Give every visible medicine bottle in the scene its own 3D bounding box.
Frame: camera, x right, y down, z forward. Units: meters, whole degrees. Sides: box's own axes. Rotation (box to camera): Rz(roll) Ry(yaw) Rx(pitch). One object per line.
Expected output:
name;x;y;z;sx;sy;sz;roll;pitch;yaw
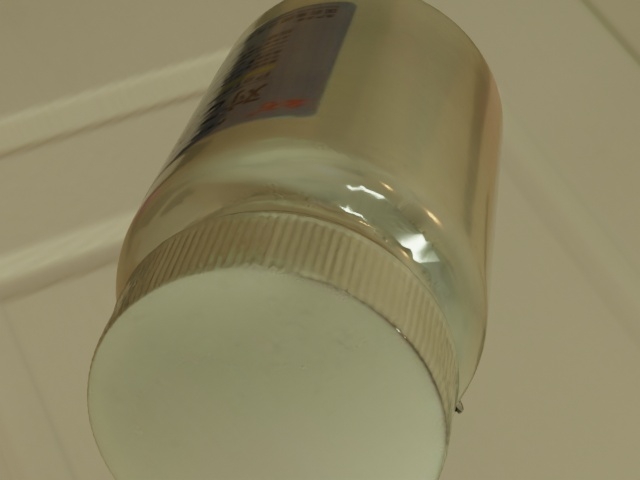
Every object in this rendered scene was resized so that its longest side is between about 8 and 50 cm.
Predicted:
medicine bottle;0.000;0.000;0.411;0.103;0.186;0.102;4;119;8

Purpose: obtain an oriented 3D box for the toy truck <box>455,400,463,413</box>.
toy truck;0.061;0.105;1.115;0.083;0.092;0.192;-16;161;8
